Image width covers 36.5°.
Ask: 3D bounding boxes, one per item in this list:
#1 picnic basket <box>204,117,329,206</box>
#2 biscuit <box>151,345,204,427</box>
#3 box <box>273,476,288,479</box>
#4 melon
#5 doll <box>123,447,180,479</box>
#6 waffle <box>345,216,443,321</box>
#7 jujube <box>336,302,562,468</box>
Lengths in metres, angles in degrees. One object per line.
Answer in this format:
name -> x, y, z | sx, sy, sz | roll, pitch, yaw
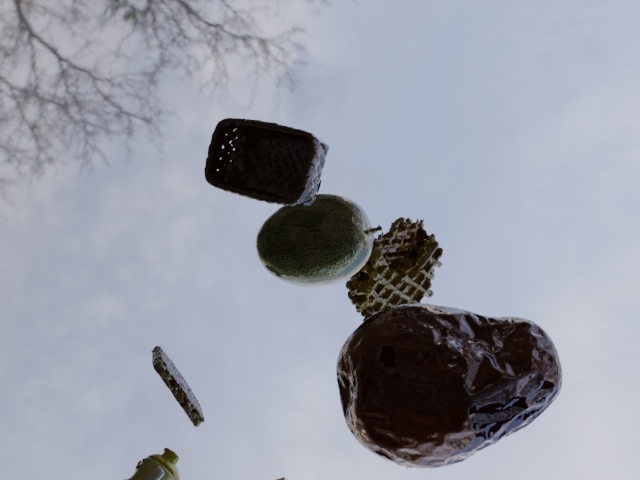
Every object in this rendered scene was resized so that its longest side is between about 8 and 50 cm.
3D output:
picnic basket -> -0.074, -0.108, 1.348 | 0.193, 0.055, 0.110 | 17, -87, 39
biscuit -> -0.242, 0.241, 1.638 | 0.025, 0.131, 0.231 | -35, -173, -9
box -> -0.088, 0.378, 1.386 | 0.093, 0.015, 0.058 | -20, -137, 17
melon -> 0.000, 0.000, 1.432 | 0.192, 0.139, 0.139 | -11, -115, 14
doll -> -0.234, 0.326, 1.185 | 0.162, 0.062, 0.106 | -48, 171, -30
waffle -> 0.131, 0.057, 1.705 | 0.193, 0.197, 0.070 | -37, -135, -18
jujube -> 0.148, 0.158, 1.106 | 0.190, 0.255, 0.190 | 169, -90, -77
